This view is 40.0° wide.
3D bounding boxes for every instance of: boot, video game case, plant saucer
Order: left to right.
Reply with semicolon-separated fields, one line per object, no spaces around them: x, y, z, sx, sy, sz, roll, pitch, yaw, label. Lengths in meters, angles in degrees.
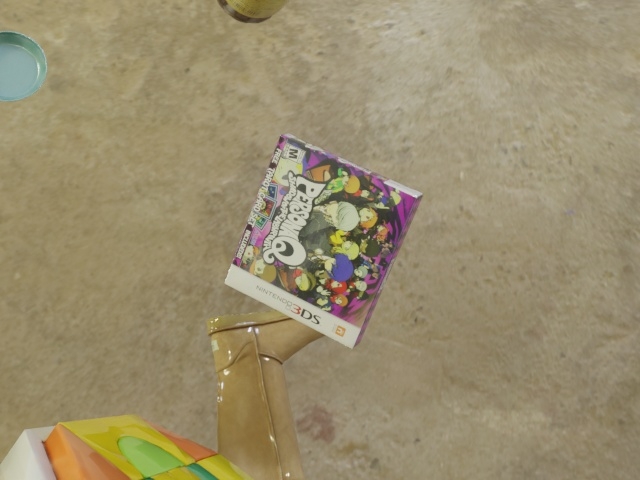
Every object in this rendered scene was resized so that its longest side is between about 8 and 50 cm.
-0.494;-0.273;1.394;0.119;0.021;0.119;3;76;-13;plant saucer
-0.059;0.245;1.381;0.236;0.089;0.270;-6;77;-15;boot
0.000;0.000;1.203;0.210;0.042;0.232;26;105;14;video game case

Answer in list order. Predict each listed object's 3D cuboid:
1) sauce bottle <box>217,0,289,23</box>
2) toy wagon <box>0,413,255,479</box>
-0.039;-0.383;1.129;0.111;0.344;0.111;3;84;-24;sauce bottle
-0.005;0.208;0.442;0.344;0.267;0.068;33;89;13;toy wagon
